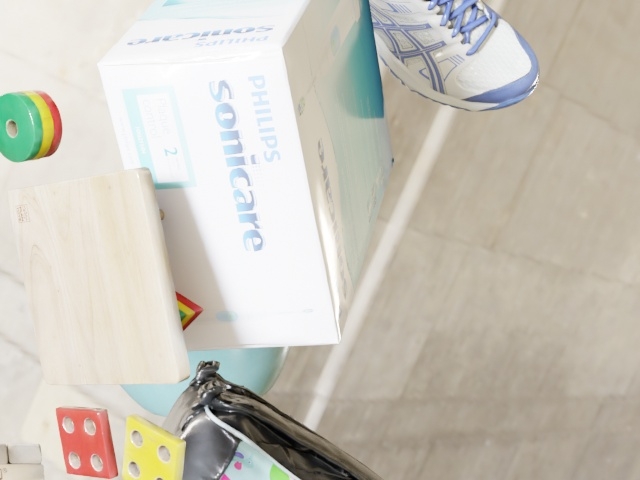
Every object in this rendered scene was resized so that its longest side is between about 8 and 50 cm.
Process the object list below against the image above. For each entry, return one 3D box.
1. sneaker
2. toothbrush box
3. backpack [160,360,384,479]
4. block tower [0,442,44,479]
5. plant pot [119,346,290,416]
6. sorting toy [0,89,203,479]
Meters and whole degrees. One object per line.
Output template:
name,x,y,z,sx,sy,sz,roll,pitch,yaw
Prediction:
sneaker,0.096,-0.231,1.283,0.296,0.112,0.131,30,-20,-8
toothbrush box,-0.037,-0.086,0.961,0.126,0.216,0.295,-4,28,13
backpack,-0.024,0.239,1.046,0.253,0.191,0.225,28,-2,-9
block tower,-0.257,0.312,0.996,0.091,0.097,0.336,7,60,-34
plant pot,-0.162,0.084,1.673,0.292,0.235,0.293,-7,16,2
sorting toy,-0.131,0.032,0.849,0.132,0.275,0.046,-6,6,41
